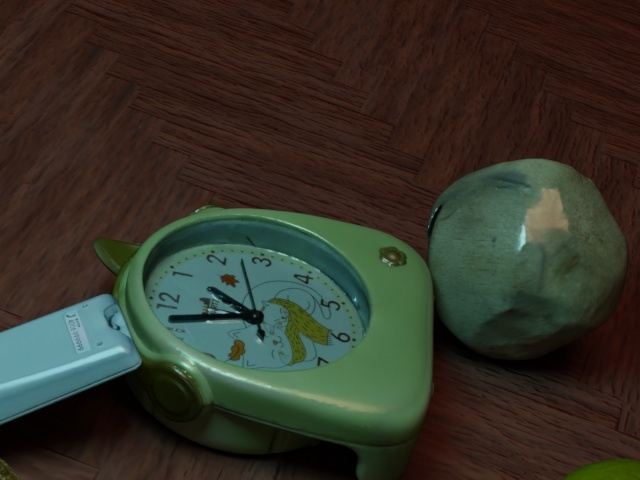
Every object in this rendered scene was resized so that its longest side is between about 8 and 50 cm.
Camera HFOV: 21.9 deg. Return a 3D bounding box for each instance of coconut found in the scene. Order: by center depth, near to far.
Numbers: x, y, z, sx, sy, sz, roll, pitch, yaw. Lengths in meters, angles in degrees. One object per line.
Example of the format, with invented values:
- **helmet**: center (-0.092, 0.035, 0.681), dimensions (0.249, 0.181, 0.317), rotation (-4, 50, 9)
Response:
- **coconut**: center (0.206, 0.021, 1.733), dimensions (0.224, 0.224, 0.224), rotation (9, 38, -7)

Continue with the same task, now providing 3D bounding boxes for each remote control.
- **remote control**: center (-0.311, 0.125, 1.477), dimensions (0.293, 0.051, 0.103), rotation (-20, 41, -10)

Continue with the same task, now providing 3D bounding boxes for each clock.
- **clock**: center (-0.065, 0.089, 1.620), dimensions (0.348, 0.117, 0.286), rotation (11, 38, -4)

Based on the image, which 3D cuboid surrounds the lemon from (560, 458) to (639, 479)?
- **lemon**: center (0.266, 0.283, 1.442), dimensions (0.184, 0.184, 0.248), rotation (15, 38, 0)

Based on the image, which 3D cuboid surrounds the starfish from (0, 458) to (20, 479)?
- **starfish**: center (-0.250, 0.291, 1.336), dimensions (0.301, 0.084, 0.293), rotation (28, 38, 10)

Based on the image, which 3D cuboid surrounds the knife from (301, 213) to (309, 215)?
- **knife**: center (0.000, 0.000, 1.838), dimensions (0.027, 0.010, 0.096), rotation (-10, 44, -30)
